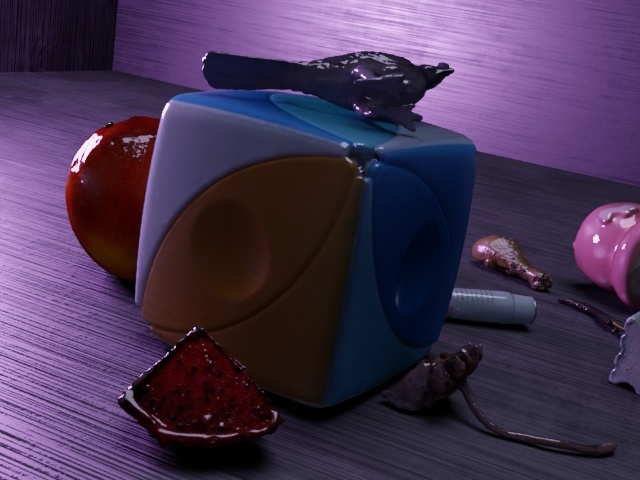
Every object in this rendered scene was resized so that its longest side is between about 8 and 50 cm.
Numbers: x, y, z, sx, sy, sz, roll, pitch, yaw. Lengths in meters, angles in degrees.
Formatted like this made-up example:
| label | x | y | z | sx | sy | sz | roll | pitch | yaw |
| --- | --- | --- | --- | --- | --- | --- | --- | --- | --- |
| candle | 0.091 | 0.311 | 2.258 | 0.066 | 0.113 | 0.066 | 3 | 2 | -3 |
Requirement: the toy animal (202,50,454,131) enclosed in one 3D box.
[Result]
| label | x | y | z | sx | sy | sz | roll | pitch | yaw |
| --- | --- | --- | --- | --- | --- | --- | --- | --- | --- |
| toy animal | 0.052 | -0.197 | 0.999 | 0.367 | 0.081 | 0.206 | -6 | 26 | -23 |

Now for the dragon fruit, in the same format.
| label | x | y | z | sx | sy | sz | roll | pitch | yaw |
| --- | --- | --- | --- | --- | --- | --- | --- | --- | --- |
| dragon fruit | -0.129 | 0.187 | 0.867 | 0.161 | 0.120 | 0.127 | 41 | -17 | 15 |

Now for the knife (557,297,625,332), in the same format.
| label | x | y | z | sx | sy | sz | roll | pitch | yaw |
| --- | --- | --- | --- | --- | --- | --- | --- | --- | --- |
| knife | 0.526 | 0.147 | 1.441 | 0.045 | 0.021 | 0.222 | 3 | 14 | -25 |

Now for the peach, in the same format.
| label | x | y | z | sx | sy | sz | roll | pitch | yaw |
| --- | --- | --- | --- | --- | --- | --- | --- | --- | --- |
| peach | -0.280 | -0.070 | 1.280 | 0.281 | 0.281 | 0.238 | 0 | 18 | -29 |

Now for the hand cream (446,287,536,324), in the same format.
| label | x | y | z | sx | sy | sz | roll | pitch | yaw |
| --- | --- | --- | --- | --- | --- | --- | --- | --- | --- |
| hand cream | 0.204 | 0.102 | 1.344 | 0.331 | 0.058 | 0.085 | 8 | 18 | -6 |

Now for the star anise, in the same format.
| label | x | y | z | sx | sy | sz | roll | pitch | yaw |
| --- | --- | --- | --- | --- | --- | --- | --- | --- | --- |
| star anise | 0.225 | 0.228 | 1.015 | 0.227 | 0.218 | 0.148 | 57 | -3 | 13 |

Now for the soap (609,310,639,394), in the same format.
| label | x | y | z | sx | sy | sz | roll | pitch | yaw |
| --- | --- | --- | --- | --- | --- | --- | --- | --- | --- |
| soap | 0.533 | 0.161 | 1.239 | 0.063 | 0.114 | 0.198 | 23 | 22 | 35 |

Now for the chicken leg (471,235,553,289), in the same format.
| label | x | y | z | sx | sy | sz | roll | pitch | yaw |
| --- | --- | --- | --- | --- | --- | --- | --- | --- | --- |
| chicken leg | 0.407 | 0.046 | 1.639 | 0.085 | 0.069 | 0.198 | -6 | 29 | -37 |

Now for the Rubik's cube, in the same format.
| label | x | y | z | sx | sy | sz | roll | pitch | yaw |
| --- | --- | --- | --- | --- | --- | --- | --- | --- | --- |
| Rubik's cube | -0.015 | -0.012 | 1.091 | 0.347 | 0.352 | 0.351 | 19 | 21 | 30 |

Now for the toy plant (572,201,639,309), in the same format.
| label | x | y | z | sx | sy | sz | roll | pitch | yaw |
| --- | --- | --- | --- | --- | --- | --- | --- | --- | --- |
| toy plant | 0.655 | 0.063 | 1.522 | 0.317 | 0.210 | 0.356 | -31 | 34 | -12 |
